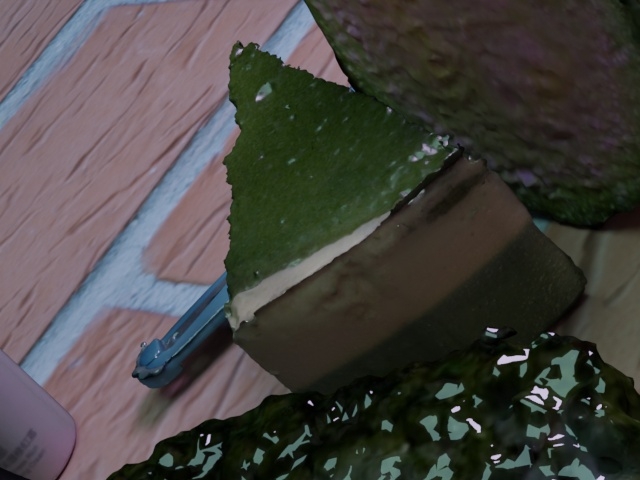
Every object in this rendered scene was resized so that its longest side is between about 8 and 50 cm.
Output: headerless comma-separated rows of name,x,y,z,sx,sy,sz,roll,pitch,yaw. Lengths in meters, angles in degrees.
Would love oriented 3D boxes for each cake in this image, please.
cake,-0.001,-0.004,1.086,0.172,0.158,0.283,-48,38,-4

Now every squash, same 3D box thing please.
squash,0.182,-0.218,1.077,0.309,0.310,0.310,-44,30,-22

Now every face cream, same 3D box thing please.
face cream,-0.316,0.058,1.197,0.102,0.345,0.102,-29,34,22

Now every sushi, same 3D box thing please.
sushi,0.027,0.215,0.784,0.352,0.178,0.294,-16,42,31

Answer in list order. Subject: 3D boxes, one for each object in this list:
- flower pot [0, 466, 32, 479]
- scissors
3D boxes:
flower pot,-0.279,0.250,1.016,0.379,0.251,0.379,-30,34,22
scissors,0.009,-0.032,1.255,0.393,0.032,0.180,-46,31,-9
